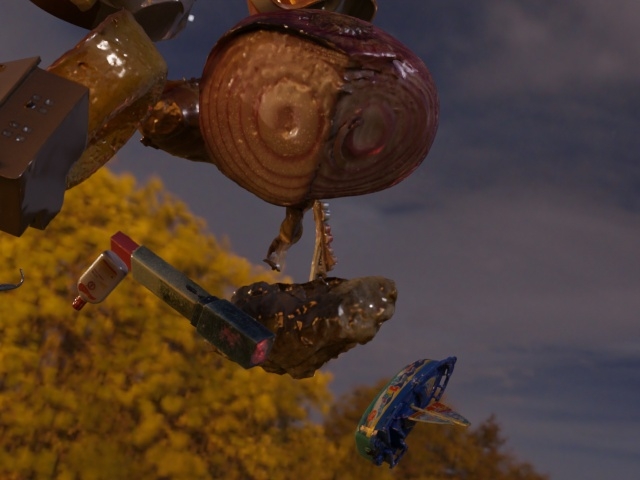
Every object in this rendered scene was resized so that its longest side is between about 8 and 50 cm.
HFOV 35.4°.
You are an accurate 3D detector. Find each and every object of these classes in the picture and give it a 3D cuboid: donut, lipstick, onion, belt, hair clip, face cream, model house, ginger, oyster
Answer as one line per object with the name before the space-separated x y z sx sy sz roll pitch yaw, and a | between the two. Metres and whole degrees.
donut | -0.313 -0.174 1.327 0.108 0.277 0.277 43 -20 0
lipstick | -0.200 0.080 1.453 0.312 0.051 0.051 32 27 25
onion | 0.006 -0.165 1.208 0.230 0.256 0.272 -21 -23 -47
belt | -0.411 -0.504 1.944 0.338 0.217 0.122 15 -47 -24
hair clip | 0.006 0.000 2.180 0.056 0.214 0.062 1 2 -27
face cream | -0.262 0.051 1.173 0.040 0.083 0.021 46 20 5
model house | -0.409 -0.116 1.120 0.248 0.181 0.176 23 -42 2
ginger | -0.204 -0.262 2.037 0.418 0.254 0.176 5 -24 -44
oyster | -0.048 0.131 1.595 0.341 0.166 0.110 -1 -25 25

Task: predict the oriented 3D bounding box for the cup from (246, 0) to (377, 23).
cup | -0.053 -0.393 1.443 0.182 0.264 0.226 -31 -16 28

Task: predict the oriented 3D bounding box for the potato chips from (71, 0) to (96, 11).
potato chips | -0.184 -0.304 0.927 0.080 0.407 0.057 -34 -64 11

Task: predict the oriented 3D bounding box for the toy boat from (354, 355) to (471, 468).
toy boat | 0.129 0.205 1.197 0.110 0.175 0.091 21 -39 29

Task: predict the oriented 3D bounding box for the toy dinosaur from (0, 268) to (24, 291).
toy dinosaur | -0.636 0.122 1.873 0.080 0.197 0.045 53 -14 9
